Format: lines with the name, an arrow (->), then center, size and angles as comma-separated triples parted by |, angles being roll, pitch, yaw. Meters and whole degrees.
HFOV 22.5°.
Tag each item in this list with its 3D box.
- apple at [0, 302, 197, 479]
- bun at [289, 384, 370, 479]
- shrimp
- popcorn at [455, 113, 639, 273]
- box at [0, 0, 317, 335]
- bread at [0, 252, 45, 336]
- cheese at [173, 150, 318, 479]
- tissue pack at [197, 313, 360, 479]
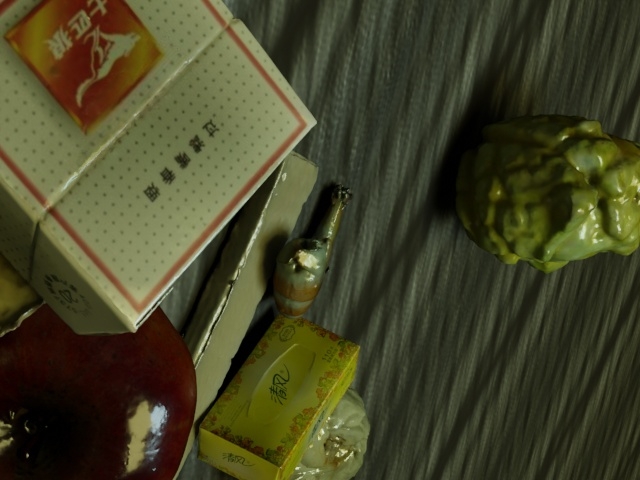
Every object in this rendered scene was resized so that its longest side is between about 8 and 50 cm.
apple -> -0.201, 0.127, 1.255 | 0.234, 0.234, 0.234 | -40, 143, -40
bun -> -0.012, 0.218, 1.750 | 0.164, 0.111, 0.188 | -55, 154, -14
shrimp -> 0.000, 0.000, 1.635 | 0.161, 0.049, 0.166 | 99, 17, -66
popcorn -> 0.284, -0.056, 1.930 | 0.256, 0.255, 0.195 | -7, 91, -14
box -> -0.178, -0.127, 1.038 | 0.330, 0.095, 0.210 | 52, 60, -21
bread -> -0.223, -0.049, 1.107 | 0.240, 0.178, 0.135 | -44, 147, -35
cheese -> -0.104, 0.095, 1.578 | 0.400, 0.034, 0.085 | -64, 152, -3
tissue pack -> -0.042, 0.163, 1.640 | 0.176, 0.095, 0.062 | -53, 163, -38
